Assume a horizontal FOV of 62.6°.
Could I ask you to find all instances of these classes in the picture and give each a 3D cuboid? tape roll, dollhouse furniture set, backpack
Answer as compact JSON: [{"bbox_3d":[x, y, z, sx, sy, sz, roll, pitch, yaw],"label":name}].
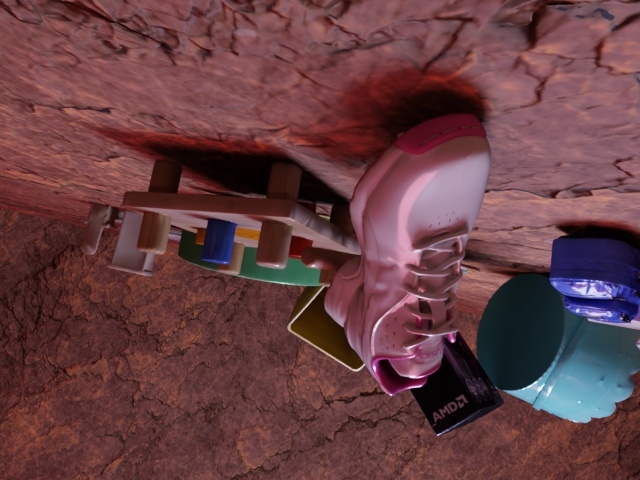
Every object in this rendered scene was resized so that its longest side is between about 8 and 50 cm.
[{"bbox_3d":[-0.128,0.021,1.098,0.321,0.077,0.321,12,-177,-1],"label":"tape roll"},{"bbox_3d":[-0.512,0.027,1.640,0.303,0.174,0.355,12,173,9],"label":"dollhouse furniture set"},{"bbox_3d":[0.338,0.044,0.632,0.120,0.101,0.098,23,161,-39],"label":"backpack"}]

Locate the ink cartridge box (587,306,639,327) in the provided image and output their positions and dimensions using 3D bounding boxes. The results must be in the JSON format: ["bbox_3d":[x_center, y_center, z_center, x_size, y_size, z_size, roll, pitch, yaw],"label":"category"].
[{"bbox_3d":[0.441,0.076,0.737,0.092,0.090,0.143,10,172,15],"label":"ink cartridge box"}]

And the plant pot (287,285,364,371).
[{"bbox_3d":[0.064,0.144,1.274,0.212,0.212,0.187,35,-162,-16],"label":"plant pot"}]

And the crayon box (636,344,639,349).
[{"bbox_3d":[1.045,0.342,1.734,0.363,0.106,0.313,6,169,37],"label":"crayon box"}]

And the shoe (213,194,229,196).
[{"bbox_3d":[-0.128,-0.035,0.935,0.178,0.063,0.081,7,169,2],"label":"shoe"}]

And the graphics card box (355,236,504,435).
[{"bbox_3d":[0.187,0.169,0.997,0.094,0.371,0.233,-36,152,16],"label":"graphics card box"}]

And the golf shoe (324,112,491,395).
[{"bbox_3d":[0.086,0.031,0.454,0.115,0.140,0.306,-14,149,-16],"label":"golf shoe"}]

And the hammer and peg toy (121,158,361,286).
[{"bbox_3d":[-0.047,-0.018,0.700,0.361,0.127,0.266,5,170,26],"label":"hammer and peg toy"}]

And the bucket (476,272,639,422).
[{"bbox_3d":[0.460,0.205,1.048,0.183,0.281,0.281,20,171,-18],"label":"bucket"}]

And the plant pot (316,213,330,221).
[{"bbox_3d":[0.000,0.000,0.935,0.083,0.079,0.083,12,174,1],"label":"plant pot"}]

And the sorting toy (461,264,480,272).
[{"bbox_3d":[0.301,0.060,1.159,0.083,0.012,0.062,15,173,-21],"label":"sorting toy"}]
